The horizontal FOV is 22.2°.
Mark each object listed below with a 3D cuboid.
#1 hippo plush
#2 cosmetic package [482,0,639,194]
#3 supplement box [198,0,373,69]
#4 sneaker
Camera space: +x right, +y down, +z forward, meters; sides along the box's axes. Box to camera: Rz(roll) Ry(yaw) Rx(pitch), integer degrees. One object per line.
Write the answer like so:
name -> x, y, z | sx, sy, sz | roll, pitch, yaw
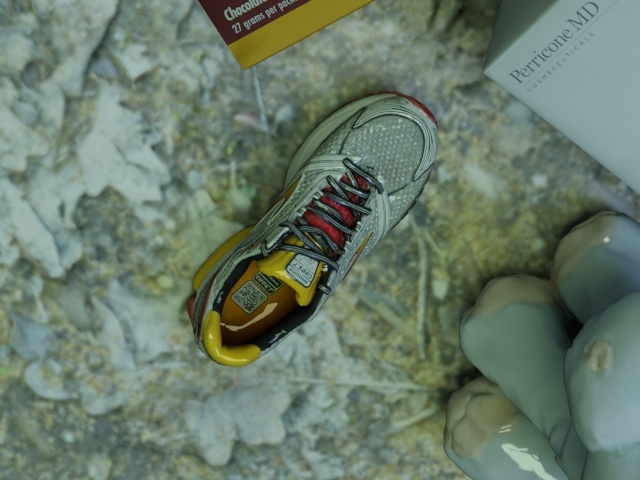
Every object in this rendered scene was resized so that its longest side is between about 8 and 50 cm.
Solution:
hippo plush -> 0.183, 0.130, 1.024 | 0.234, 0.236, 0.294 | 1, 92, 11
cosmetic package -> 0.258, -0.137, 0.982 | 0.224, 0.138, 0.224 | 36, 129, -12
supplement box -> -0.019, -0.237, 0.928 | 0.129, 0.194, 0.191 | -25, 109, 26
sneaker -> 0.000, 0.000, 1.078 | 0.088, 0.093, 0.225 | 36, 102, -14
